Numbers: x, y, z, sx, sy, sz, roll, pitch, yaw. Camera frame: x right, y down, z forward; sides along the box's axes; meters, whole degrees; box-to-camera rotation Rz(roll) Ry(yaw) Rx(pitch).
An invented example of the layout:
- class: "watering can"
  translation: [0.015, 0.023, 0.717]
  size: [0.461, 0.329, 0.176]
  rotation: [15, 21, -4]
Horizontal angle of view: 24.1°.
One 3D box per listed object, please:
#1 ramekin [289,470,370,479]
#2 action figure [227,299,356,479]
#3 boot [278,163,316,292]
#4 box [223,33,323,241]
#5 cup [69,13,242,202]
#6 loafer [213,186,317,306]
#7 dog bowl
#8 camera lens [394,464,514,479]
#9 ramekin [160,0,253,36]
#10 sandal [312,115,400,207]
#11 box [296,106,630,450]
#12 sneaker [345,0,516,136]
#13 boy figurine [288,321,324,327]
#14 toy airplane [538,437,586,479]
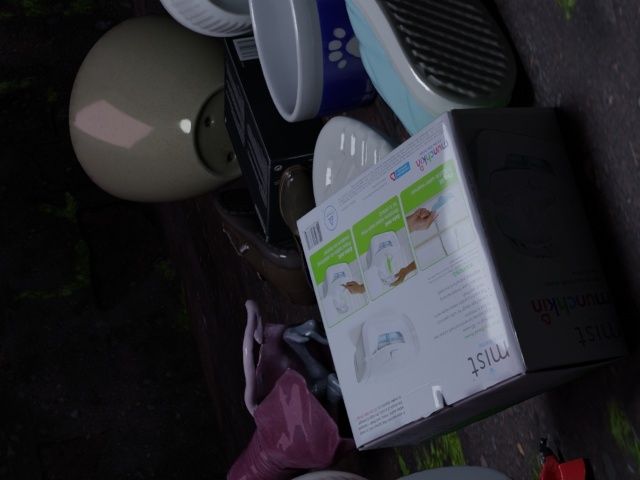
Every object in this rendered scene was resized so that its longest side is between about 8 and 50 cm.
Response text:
- class: "ramekin"
  translation: [0.029, 0.452, 2.029]
  size: [0.127, 0.273, 0.273]
  rotation: [-7, 95, 66]
- class: "action figure"
  translation: [-0.065, 0.316, 2.230]
  size: [0.370, 0.276, 0.248]
  rotation: [-59, 13, 32]
- class: "boot"
  translation: [0.000, 0.000, 2.138]
  size: [0.106, 0.082, 0.219]
  rotation: [-117, 7, -53]
- class: "box"
  translation: [-0.068, -0.159, 2.253]
  size: [0.184, 0.103, 0.261]
  rotation: [98, 157, -50]
- class: "cup"
  translation: [-0.223, -0.204, 2.539]
  size: [0.237, 0.331, 0.331]
  rotation: [19, 124, 46]
- class: "loafer"
  translation: [-0.083, 0.007, 2.399]
  size: [0.366, 0.134, 0.130]
  rotation: [-127, 28, -64]
- class: "dog bowl"
  translation: [-0.013, -0.285, 1.864]
  size: [0.265, 0.104, 0.265]
  rotation: [169, 90, -78]
- class: "camera lens"
  translation: [0.136, 0.385, 1.446]
  size: [0.219, 0.219, 0.274]
  rotation: [-139, 29, -71]
- class: "ramekin"
  translation: [-0.123, -0.386, 2.067]
  size: [0.109, 0.207, 0.207]
  rotation: [-168, 67, -68]
- class: "sandal"
  translation: [0.120, 0.012, 1.517]
  size: [0.416, 0.102, 0.169]
  rotation: [47, 131, 45]
- class: "box"
  translation: [0.113, 0.039, 1.320]
  size: [0.262, 0.127, 0.231]
  rotation: [-36, 65, 52]
- class: "sneaker"
  translation: [0.072, -0.223, 1.453]
  size: [0.150, 0.135, 0.366]
  rotation: [101, 156, -55]
- class: "boy figurine"
  translation: [-0.022, 0.273, 2.481]
  size: [0.177, 0.092, 0.285]
  rotation: [-115, 17, -47]
- class: "toy airplane"
  translation: [0.231, 0.260, 1.427]
  size: [0.151, 0.028, 0.151]
  rotation: [168, 90, -80]
